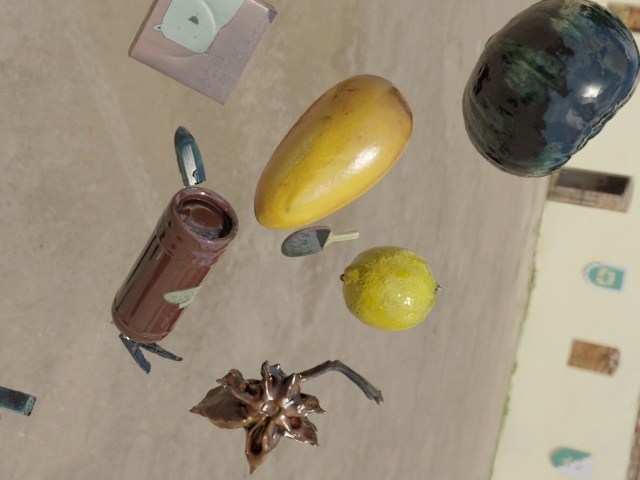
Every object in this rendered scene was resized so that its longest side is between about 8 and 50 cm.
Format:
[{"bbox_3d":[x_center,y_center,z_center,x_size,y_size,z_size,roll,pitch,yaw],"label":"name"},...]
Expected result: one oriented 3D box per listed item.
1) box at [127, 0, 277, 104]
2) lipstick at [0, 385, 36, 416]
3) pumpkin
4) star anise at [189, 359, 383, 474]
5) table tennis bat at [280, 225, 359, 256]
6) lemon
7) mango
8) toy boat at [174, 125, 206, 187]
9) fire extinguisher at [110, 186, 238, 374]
[{"bbox_3d":[-0.226,-0.405,1.609,0.215,0.215,0.086,-56,-154,20],"label":"box"},{"bbox_3d":[-0.835,0.350,1.996,0.051,0.312,0.051,86,20,-73],"label":"lipstick"},{"bbox_3d":[0.353,-0.250,1.324,0.315,0.238,0.315,-45,165,-15],"label":"pumpkin"},{"bbox_3d":[-0.057,0.295,1.485,0.148,0.347,0.237,-115,-161,-62],"label":"star anise"},{"bbox_3d":[0.000,0.000,1.554,0.013,0.157,0.087,65,-30,30],"label":"table tennis bat"},{"bbox_3d":[0.131,0.092,1.642,0.173,0.206,0.173,-51,-153,41],"label":"lemon"},{"bbox_3d":[0.009,-0.094,0.939,0.219,0.145,0.112,-42,111,-10],"label":"mango"},{"bbox_3d":[-0.306,-0.196,1.933,0.055,0.060,0.141,-22,108,-33],"label":"toy boat"},{"bbox_3d":[-0.219,0.080,1.216,0.344,0.138,0.102,-53,-172,38],"label":"fire extinguisher"}]
